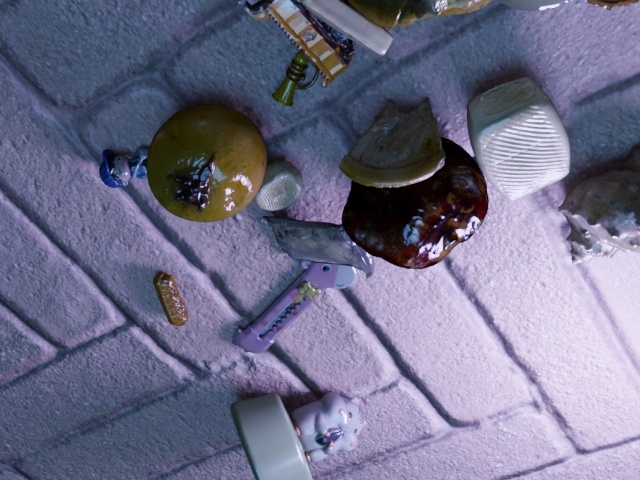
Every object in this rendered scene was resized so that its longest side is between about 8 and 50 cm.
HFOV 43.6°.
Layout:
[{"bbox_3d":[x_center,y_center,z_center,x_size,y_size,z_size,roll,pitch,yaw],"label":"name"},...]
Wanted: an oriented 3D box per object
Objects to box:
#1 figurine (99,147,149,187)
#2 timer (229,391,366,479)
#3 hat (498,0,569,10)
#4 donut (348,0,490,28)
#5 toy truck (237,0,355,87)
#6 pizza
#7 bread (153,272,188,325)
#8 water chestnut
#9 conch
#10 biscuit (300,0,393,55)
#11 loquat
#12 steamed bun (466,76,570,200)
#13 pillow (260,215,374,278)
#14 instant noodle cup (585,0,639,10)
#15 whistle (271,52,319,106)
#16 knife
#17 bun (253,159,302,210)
[{"bbox_3d":[-0.399,-0.155,1.689,0.136,0.077,0.079,-6,162,-7],"label":"figurine"},{"bbox_3d":[-0.037,0.496,2.042,0.316,0.290,0.290,-21,125,-7],"label":"timer"},{"bbox_3d":[0.368,-0.479,1.307,0.258,0.130,0.257,4,127,5],"label":"hat"},{"bbox_3d":[0.154,-0.501,1.239,0.361,0.170,0.360,20,130,26],"label":"donut"},{"bbox_3d":[-0.040,-0.414,1.418,0.135,0.114,0.270,-33,119,21],"label":"toy truck"},{"bbox_3d":[0.153,-0.189,1.478,0.181,0.262,0.034,12,141,18],"label":"pizza"},{"bbox_3d":[-0.358,0.142,1.913,0.052,0.044,0.157,-8,126,8],"label":"bread"},{"bbox_3d":[0.180,-0.079,1.560,0.289,0.289,0.244,-34,106,27],"label":"water chestnut"},{"bbox_3d":[0.636,-0.055,1.580,0.263,0.186,0.324,26,129,-35],"label":"conch"},{"bbox_3d":[0.042,-0.377,1.349,0.188,0.056,0.052,26,104,-27],"label":"biscuit"},{"bbox_3d":[-0.224,-0.147,1.561,0.244,0.243,0.243,3,127,4],"label":"loquat"},{"bbox_3d":[0.369,-0.202,1.514,0.170,0.152,0.238,-25,136,15],"label":"steamed bun"},{"bbox_3d":[0.000,0.000,1.704,0.255,0.059,0.169,9,150,37],"label":"pillow"},{"bbox_3d":[0.490,-0.491,1.224,0.274,0.091,0.273,-10,114,-23],"label":"instant noodle cup"},{"bbox_3d":[-0.043,-0.309,1.539,0.057,0.046,0.109,35,118,-1],"label":"whistle"},{"bbox_3d":[-0.072,0.159,1.899,0.132,0.038,0.398,35,124,-16],"label":"knife"},{"bbox_3d":[-0.095,-0.119,1.665,0.115,0.069,0.115,-15,137,-14],"label":"bun"}]
